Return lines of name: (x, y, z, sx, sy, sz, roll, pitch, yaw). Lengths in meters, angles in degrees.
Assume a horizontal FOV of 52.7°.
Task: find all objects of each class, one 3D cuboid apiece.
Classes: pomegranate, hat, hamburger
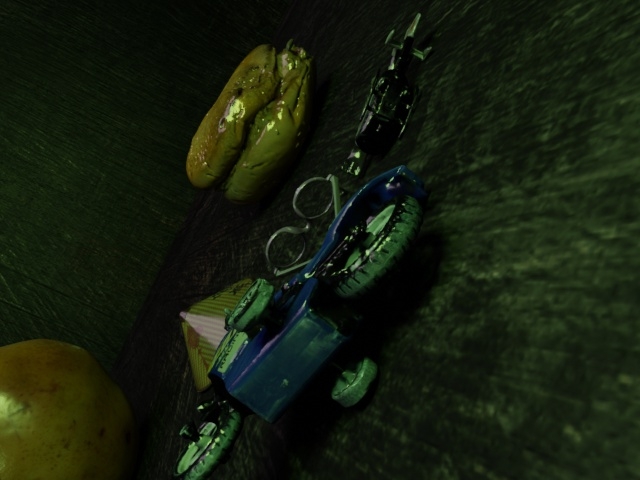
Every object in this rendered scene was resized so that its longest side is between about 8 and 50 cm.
pomegranate: (-0.529, 0.376, 1.142, 0.416, 0.417, 0.416, -55, 18, 27)
hat: (-0.178, 0.127, 0.989, 0.193, 0.082, 0.193, -54, 17, 25)
hamburger: (-0.117, -0.215, 1.178, 0.314, 0.170, 0.289, -40, 31, 52)

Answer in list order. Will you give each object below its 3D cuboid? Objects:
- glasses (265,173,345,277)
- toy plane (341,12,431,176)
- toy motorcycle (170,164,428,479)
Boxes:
glasses: (0.000, 0.000, 0.735, 0.140, 0.063, 0.104, -61, 38, 9)
toy plane: (0.077, -0.169, 0.721, 0.078, 0.053, 0.197, 154, 137, -78)
toy motorcycle: (-0.020, 0.070, 0.545, 0.315, 0.113, 0.169, -50, 9, 13)
